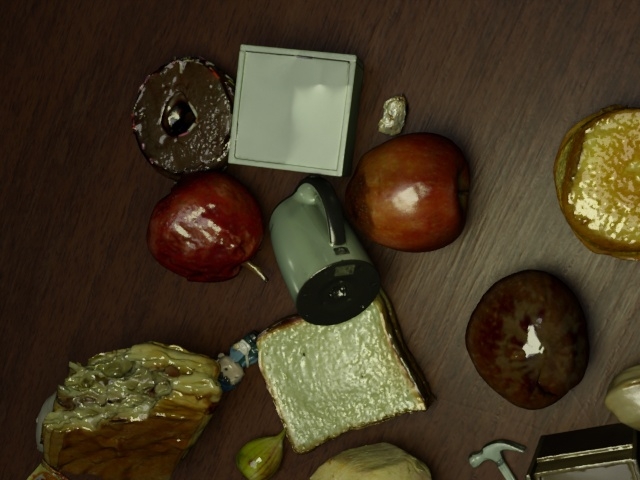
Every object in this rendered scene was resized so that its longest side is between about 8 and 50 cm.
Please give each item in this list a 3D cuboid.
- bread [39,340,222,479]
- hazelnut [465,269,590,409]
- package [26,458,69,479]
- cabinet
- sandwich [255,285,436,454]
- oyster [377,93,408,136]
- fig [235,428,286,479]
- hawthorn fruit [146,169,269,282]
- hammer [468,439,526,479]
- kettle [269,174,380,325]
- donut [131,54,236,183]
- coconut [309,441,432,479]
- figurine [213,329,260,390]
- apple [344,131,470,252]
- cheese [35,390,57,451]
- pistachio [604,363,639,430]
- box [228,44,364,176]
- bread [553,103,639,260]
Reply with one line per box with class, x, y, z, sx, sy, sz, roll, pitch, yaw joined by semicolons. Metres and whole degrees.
bread;-0.385;0.325;1.545;0.314;0.192;0.370;14;130;-16
hazelnut;0.350;0.169;1.305;0.218;0.218;0.234;-7;92;23
package;-0.665;0.598;1.810;0.108;0.031;0.121;29;59;17
cabinet;0.457;0.412;1.264;0.174;0.215;0.148;-17;86;22
sandwich;0.035;0.250;1.494;0.301;0.099;0.271;-26;77;20
oyster;0.144;-0.242;1.470;0.054;0.019;0.083;23;103;21
fig;-0.106;0.429;1.568;0.093;0.093;0.166;44;106;15
hawthorn fruit;-0.203;-0.010;1.532;0.266;0.210;0.230;35;113;-3
hammer;0.382;0.480;1.402;0.103;0.029;0.246;-36;80;21
kettle;0.000;0.000;1.416;0.236;0.161;0.221;-116;27;-45
donut;-0.273;-0.251;1.597;0.269;0.103;0.270;0;90;22
coconut;0.102;0.491;1.416;0.237;0.237;0.197;-36;39;20
figurine;-0.179;0.251;1.596;0.086;0.087;0.149;41;96;-24
apple;0.155;-0.085;1.364;0.229;0.230;0.230;1;93;22
cheese;-0.546;0.417;1.715;0.198;0.154;0.189;14;92;22
pistachio;0.567;0.255;1.261;0.184;0.124;0.125;-23;84;15
box;-0.045;-0.247;1.475;0.224;0.117;0.225;8;96;10
bread;0.515;-0.098;1.257;0.268;0.145;0.269;1;94;18
